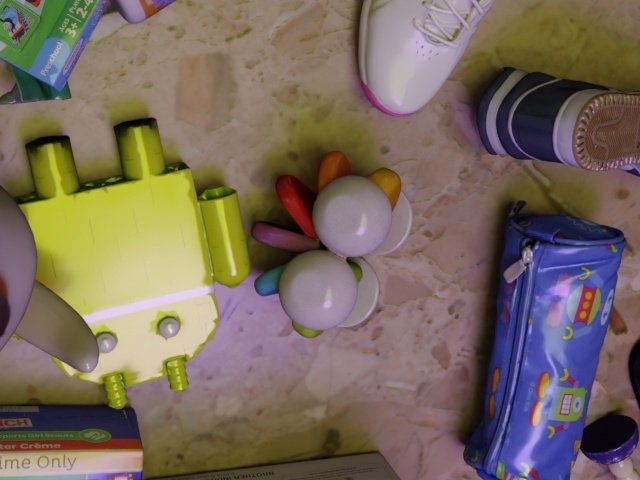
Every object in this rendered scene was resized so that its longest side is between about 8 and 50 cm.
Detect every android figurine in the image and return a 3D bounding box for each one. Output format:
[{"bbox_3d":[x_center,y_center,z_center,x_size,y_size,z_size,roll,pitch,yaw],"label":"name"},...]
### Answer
[{"bbox_3d":[-0.191,0.027,1.086,0.248,0.056,0.273,-12,104,-14],"label":"android figurine"}]

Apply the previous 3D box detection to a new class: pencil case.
[{"bbox_3d":[0.232,0.118,1.199,0.133,0.119,0.306,0,104,-42],"label":"pencil case"}]

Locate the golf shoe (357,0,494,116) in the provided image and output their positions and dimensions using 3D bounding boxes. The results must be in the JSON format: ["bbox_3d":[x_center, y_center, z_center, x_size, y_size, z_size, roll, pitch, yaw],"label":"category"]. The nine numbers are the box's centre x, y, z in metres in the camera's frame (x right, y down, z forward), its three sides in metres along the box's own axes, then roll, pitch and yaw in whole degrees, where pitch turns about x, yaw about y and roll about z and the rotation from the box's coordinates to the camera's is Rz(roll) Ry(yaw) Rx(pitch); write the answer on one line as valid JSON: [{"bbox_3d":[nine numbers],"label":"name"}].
[{"bbox_3d":[0.130,-0.258,1.071,0.115,0.140,0.306,20,98,-22],"label":"golf shoe"}]

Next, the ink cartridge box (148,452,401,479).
[{"bbox_3d":[-0.007,0.353,1.036,0.270,0.395,0.151,-4,104,-16],"label":"ink cartridge box"}]

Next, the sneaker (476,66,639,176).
[{"bbox_3d":[0.277,-0.120,1.182,0.282,0.153,0.099,1,102,-48],"label":"sneaker"}]

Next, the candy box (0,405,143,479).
[{"bbox_3d":[-0.314,0.324,1.082,0.268,0.122,0.317,2,101,-17],"label":"candy box"}]

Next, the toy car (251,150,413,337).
[{"bbox_3d":[0.000,0.000,1.103,0.136,0.159,0.182,26,96,14],"label":"toy car"}]

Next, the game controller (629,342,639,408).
[{"bbox_3d":[0.475,0.230,1.342,0.166,0.067,0.319,-21,108,4],"label":"game controller"}]

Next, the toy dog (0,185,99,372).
[{"bbox_3d":[-0.340,0.048,0.776,0.395,0.408,0.284,41,90,-19],"label":"toy dog"}]

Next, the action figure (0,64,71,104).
[{"bbox_3d":[-0.268,-0.235,0.978,0.063,0.137,0.232,-7,97,-2],"label":"action figure"}]

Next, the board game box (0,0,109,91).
[{"bbox_3d":[-0.265,-0.240,0.904,0.211,0.039,0.160,28,90,-1],"label":"board game box"}]

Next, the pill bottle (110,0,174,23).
[{"bbox_3d":[-0.109,-0.296,0.997,0.216,0.121,0.121,-35,110,-6],"label":"pill bottle"}]

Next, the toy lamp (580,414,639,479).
[{"bbox_3d":[0.383,0.331,1.323,0.080,0.080,0.275,-29,107,-8],"label":"toy lamp"}]
